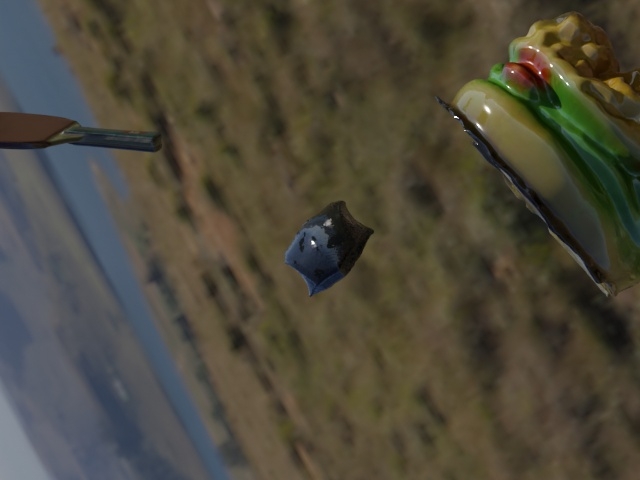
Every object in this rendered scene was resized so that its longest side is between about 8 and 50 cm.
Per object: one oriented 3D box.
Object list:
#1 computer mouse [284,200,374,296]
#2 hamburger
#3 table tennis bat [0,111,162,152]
[{"bbox_3d":[0.000,0.000,1.844,0.057,0.099,0.172,39,-173,-15],"label":"computer mouse"},{"bbox_3d":[0.222,-0.072,1.369,0.237,0.149,0.237,50,-176,-4],"label":"hamburger"},{"bbox_3d":[-0.318,-0.124,1.973,0.154,0.274,0.021,-58,-28,-71],"label":"table tennis bat"}]
